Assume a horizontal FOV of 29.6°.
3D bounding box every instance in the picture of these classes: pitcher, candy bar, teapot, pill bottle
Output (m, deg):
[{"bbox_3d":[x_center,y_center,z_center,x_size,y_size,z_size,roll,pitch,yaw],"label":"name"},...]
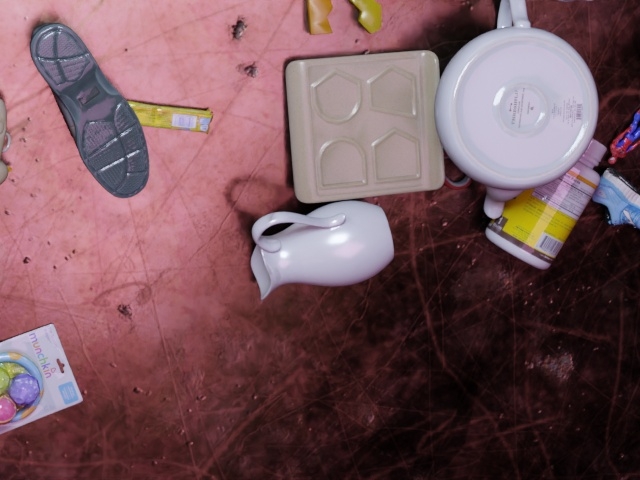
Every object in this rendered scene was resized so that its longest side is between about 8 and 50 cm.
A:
[{"bbox_3d":[0.000,0.000,1.792,0.207,0.125,0.178,-14,151,-8],"label":"pitcher"},{"bbox_3d":[-0.232,-0.179,1.747,0.161,0.018,0.040,5,109,-18],"label":"candy bar"},{"bbox_3d":[0.278,-0.199,1.789,0.256,0.187,0.252,-43,97,2],"label":"teapot"},{"bbox_3d":[0.357,-0.071,1.893,0.117,0.117,0.215,27,97,-21],"label":"pill bottle"}]

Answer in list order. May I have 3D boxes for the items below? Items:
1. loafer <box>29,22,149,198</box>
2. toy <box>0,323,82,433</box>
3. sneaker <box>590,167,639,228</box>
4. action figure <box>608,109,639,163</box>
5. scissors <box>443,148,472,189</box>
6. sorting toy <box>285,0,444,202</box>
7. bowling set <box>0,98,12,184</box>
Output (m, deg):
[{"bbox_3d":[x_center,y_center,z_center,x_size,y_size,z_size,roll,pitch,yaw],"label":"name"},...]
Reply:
[{"bbox_3d":[-0.320,-0.186,1.692,0.096,0.084,0.268,-30,115,-11],"label":"loafer"},{"bbox_3d":[-0.482,0.231,1.780,0.237,0.056,0.137,-20,112,-9],"label":"toy"},{"bbox_3d":[0.501,-0.049,1.982,0.162,0.063,0.073,39,111,-18],"label":"sneaker"},{"bbox_3d":[0.502,-0.170,1.953,0.038,0.030,0.115,35,97,-27],"label":"action figure"},{"bbox_3d":[0.129,-0.166,1.855,0.297,0.021,0.109,20,101,-19],"label":"scissors"},{"bbox_3d":[0.063,-0.217,1.802,0.229,0.041,0.307,-6,101,-9],"label":"sorting toy"},{"bbox_3d":[-0.567,-0.109,1.616,0.287,0.199,0.154,-25,126,-53],"label":"bowling set"}]
